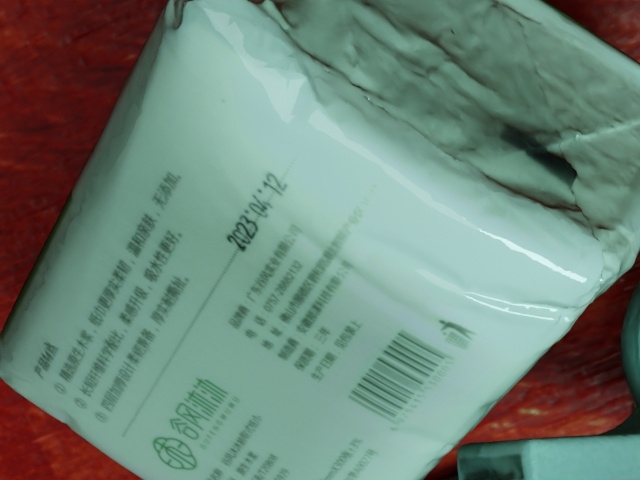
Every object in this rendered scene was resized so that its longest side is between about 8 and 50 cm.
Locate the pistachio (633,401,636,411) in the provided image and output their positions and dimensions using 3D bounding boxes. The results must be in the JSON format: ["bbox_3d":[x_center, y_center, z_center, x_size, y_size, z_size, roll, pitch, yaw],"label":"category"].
[{"bbox_3d":[0.269,0.145,1.112,0.173,0.049,0.089,45,112,-7],"label":"pistachio"}]

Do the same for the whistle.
[{"bbox_3d":[0.218,0.065,1.014,0.290,0.163,0.163,-2,114,-22],"label":"whistle"}]

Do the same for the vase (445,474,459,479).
[{"bbox_3d":[0.036,0.216,1.187,0.211,0.060,0.060,-28,103,23],"label":"vase"}]

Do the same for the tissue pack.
[{"bbox_3d":[0.000,-0.001,0.987,0.266,0.194,0.356,33,138,-3],"label":"tissue pack"}]
